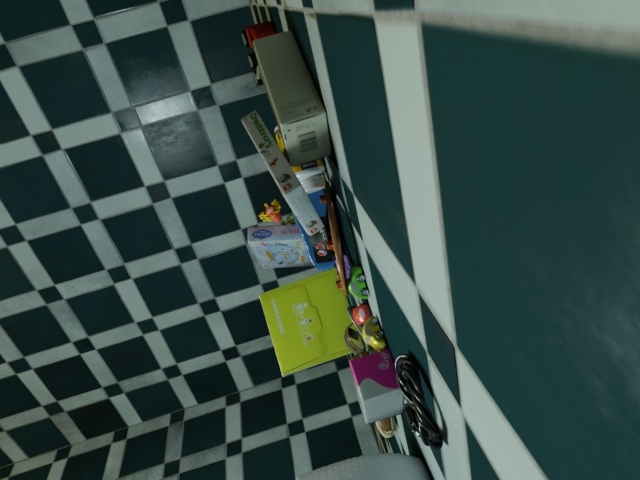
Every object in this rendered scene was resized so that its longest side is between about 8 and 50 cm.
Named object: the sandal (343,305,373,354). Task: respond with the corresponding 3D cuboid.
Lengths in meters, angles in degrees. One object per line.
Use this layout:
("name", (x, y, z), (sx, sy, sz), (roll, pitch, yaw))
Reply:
("sandal", (0.130, 0.358, 1.603), (0.120, 0.086, 0.303), (-111, 5, -53))

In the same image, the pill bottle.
("pill bottle", (-0.055, -0.251, 1.368), (0.117, 0.117, 0.215), (154, 99, -87))

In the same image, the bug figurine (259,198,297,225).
("bug figurine", (-0.085, -0.144, 1.692), (0.072, 0.279, 0.216), (39, 175, 37))

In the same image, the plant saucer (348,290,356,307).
("plant saucer", (0.128, 0.257, 1.761), (0.067, 0.018, 0.192), (80, 172, -66))

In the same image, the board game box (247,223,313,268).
("board game box", (-0.101, 0.026, 1.804), (0.319, 0.317, 0.066), (83, -176, -68))

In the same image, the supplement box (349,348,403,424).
("supplement box", (0.150, 0.394, 1.216), (0.220, 0.113, 0.111), (75, 177, -54))

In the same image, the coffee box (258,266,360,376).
("coffee box", (-0.029, 0.344, 1.913), (0.334, 0.337, 0.338), (70, -179, -77))

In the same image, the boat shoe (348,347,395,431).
("boat shoe", (0.170, 0.505, 1.520), (0.111, 0.104, 0.308), (-122, 15, -78))

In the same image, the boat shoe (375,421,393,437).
("boat shoe", (0.221, 0.630, 1.669), (0.059, 0.062, 0.170), (68, -177, -50))

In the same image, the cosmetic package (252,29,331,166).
("cosmetic package", (-0.073, -0.361, 1.156), (0.160, 0.113, 0.310), (78, 175, -61))

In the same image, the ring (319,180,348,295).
("ring", (0.039, -0.004, 1.319), (0.336, 0.032, 0.337), (-9, -90, -85))

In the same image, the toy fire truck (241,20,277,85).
("toy fire truck", (-0.198, -0.660, 1.638), (0.246, 0.158, 0.217), (-137, 28, -60))

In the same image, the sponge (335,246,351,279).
("sponge", (0.077, 0.088, 1.618), (0.210, 0.031, 0.117), (-121, 14, -78))

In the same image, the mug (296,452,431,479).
("mug", (0.131, 0.685, 1.113), (0.374, 0.327, 0.277), (92, 161, -79))

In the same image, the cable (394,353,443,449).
("cable", (0.182, 0.296, 0.846), (0.184, 0.047, 0.151), (-111, 9, -82))

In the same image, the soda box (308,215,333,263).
("soda box", (0.000, 0.000, 1.413), (0.169, 0.060, 0.053), (75, -169, -50))

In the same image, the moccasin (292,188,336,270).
("moccasin", (-0.025, -0.069, 1.531), (0.117, 0.137, 0.343), (-65, -32, -73))

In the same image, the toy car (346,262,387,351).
("toy car", (0.112, 0.173, 1.258), (0.239, 0.053, 0.225), (-119, 13, -75))

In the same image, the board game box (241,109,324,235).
("board game box", (-0.099, -0.176, 1.190), (0.305, 0.053, 0.193), (60, 180, 33))
